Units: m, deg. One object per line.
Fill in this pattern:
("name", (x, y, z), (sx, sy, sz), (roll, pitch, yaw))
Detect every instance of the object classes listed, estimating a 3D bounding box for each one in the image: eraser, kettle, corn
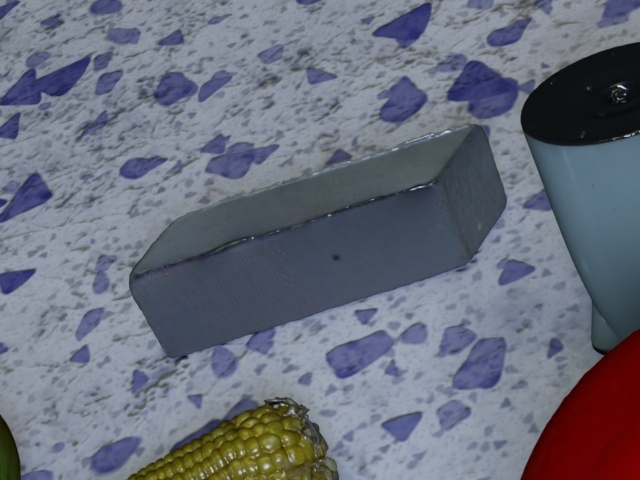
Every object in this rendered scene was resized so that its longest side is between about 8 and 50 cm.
("eraser", (0.000, -0.001, 1.649), (0.352, 0.111, 0.077), (-18, 39, 8))
("kettle", (0.298, -0.030, 1.425), (0.221, 0.236, 0.161), (-20, 26, 5))
("corn", (-0.129, 0.236, 1.452), (0.305, 0.106, 0.106), (-29, 38, -3))

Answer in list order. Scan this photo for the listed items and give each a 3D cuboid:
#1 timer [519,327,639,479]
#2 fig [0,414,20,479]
("timer", (0.295, 0.208, 1.044), (0.378, 0.378, 0.279), (-20, -6, 6))
("fig", (-0.366, 0.223, 1.511), (0.207, 0.207, 0.230), (-6, 41, 22))
